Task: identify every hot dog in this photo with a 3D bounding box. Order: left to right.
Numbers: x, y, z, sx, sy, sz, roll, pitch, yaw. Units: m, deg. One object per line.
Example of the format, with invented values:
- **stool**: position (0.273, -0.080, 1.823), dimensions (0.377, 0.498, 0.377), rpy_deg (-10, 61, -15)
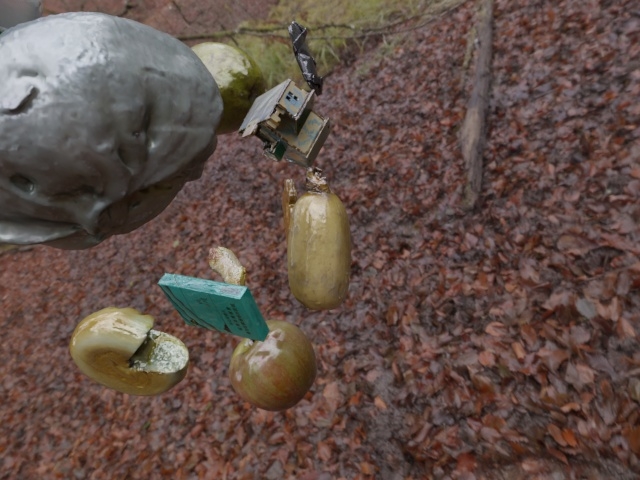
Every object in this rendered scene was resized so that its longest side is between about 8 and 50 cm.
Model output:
- **hot dog**: position (-0.254, 0.081, 1.186), dimensions (0.078, 0.061, 0.169), rpy_deg (-49, 59, 11)

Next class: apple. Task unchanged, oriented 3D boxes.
- **apple**: position (-0.132, 0.368, 1.232), dimensions (0.257, 0.233, 0.257), rpy_deg (-38, 11, 8)

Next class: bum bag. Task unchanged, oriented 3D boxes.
- **bum bag**: position (-0.033, -0.474, 1.098), dimensions (0.049, 0.197, 0.087), rpy_deg (-15, 10, 27)

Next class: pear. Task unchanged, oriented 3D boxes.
- **pear**: position (-0.403, -0.581, 1.650), dimensions (0.414, 0.351, 0.351), rpy_deg (15, 58, 31)

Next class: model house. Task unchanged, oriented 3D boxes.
- **model house**: position (-0.083, -0.297, 1.161), dimensions (0.271, 0.207, 0.178), rpy_deg (6, 69, 59)

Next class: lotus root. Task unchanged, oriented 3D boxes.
- **lotus root**: position (0.000, 0.000, 0.991), dimensions (0.152, 0.342, 0.169), rpy_deg (2, 5, 2)

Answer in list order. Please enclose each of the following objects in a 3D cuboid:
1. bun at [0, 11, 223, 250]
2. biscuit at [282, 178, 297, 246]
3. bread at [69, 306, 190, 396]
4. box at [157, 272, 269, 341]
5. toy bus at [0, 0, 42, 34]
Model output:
- **bun**: position (-0.285, -0.108, 0.541), dimensions (0.355, 0.194, 0.354), rpy_deg (-36, -4, -3)
- **biscuit**: position (-0.093, -0.078, 1.365), dimensions (0.035, 0.184, 0.248), rpy_deg (-1, 52, -12)
- **bread**: position (-0.556, 0.323, 1.244), dimensions (0.333, 0.333, 0.160), rpy_deg (-25, 31, 22)
- **box**: position (-0.242, 0.153, 0.966), dimensions (0.227, 0.160, 0.042), rpy_deg (6, 45, 23)
- **toy bus**: position (-0.480, -0.300, 0.442), dimensions (0.143, 0.306, 0.179), rpy_deg (-47, 62, 22)
